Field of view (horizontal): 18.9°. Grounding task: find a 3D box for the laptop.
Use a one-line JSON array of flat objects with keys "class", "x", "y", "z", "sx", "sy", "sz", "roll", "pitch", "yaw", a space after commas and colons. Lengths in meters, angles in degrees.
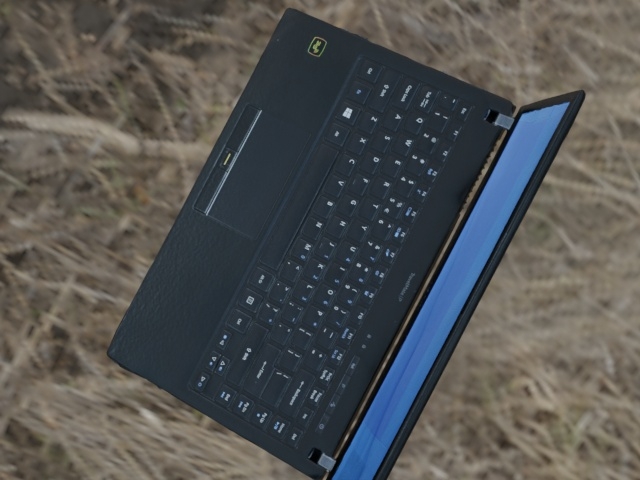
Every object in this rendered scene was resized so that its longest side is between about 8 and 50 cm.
[{"class": "laptop", "x": 0.000, "y": 0.000, "z": 1.007, "sx": 0.264, "sy": 0.136, "sz": 0.234, "roll": 27, "pitch": 88, "yaw": 32}]
